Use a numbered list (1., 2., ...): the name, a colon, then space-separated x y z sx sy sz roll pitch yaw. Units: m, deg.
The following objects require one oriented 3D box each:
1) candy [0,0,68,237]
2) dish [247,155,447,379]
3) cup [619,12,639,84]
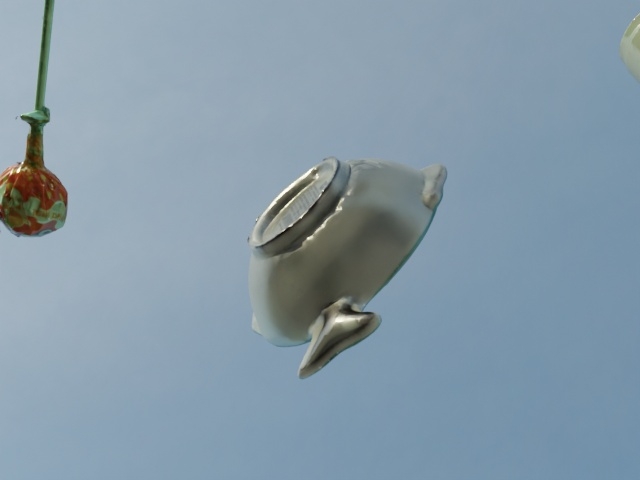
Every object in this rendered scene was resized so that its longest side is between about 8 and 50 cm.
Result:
1. candy: -0.200 -0.090 0.683 0.055 0.049 0.185 9 -75 -5
2. dish: 0.000 0.000 0.799 0.224 0.246 0.078 -37 -70 21
3. cup: 0.348 -0.155 0.897 0.120 0.120 0.141 -54 -131 21
